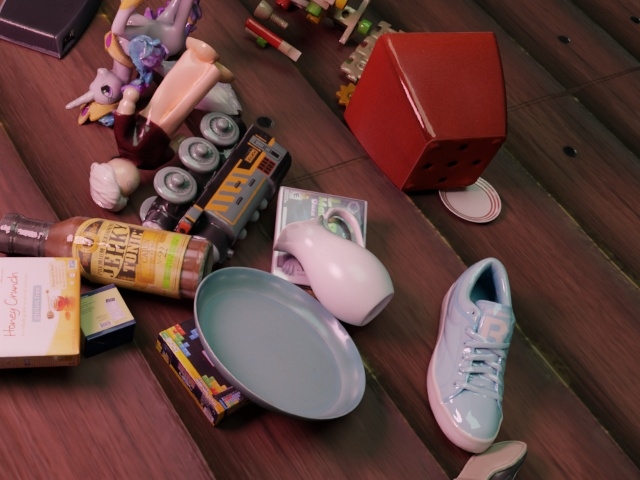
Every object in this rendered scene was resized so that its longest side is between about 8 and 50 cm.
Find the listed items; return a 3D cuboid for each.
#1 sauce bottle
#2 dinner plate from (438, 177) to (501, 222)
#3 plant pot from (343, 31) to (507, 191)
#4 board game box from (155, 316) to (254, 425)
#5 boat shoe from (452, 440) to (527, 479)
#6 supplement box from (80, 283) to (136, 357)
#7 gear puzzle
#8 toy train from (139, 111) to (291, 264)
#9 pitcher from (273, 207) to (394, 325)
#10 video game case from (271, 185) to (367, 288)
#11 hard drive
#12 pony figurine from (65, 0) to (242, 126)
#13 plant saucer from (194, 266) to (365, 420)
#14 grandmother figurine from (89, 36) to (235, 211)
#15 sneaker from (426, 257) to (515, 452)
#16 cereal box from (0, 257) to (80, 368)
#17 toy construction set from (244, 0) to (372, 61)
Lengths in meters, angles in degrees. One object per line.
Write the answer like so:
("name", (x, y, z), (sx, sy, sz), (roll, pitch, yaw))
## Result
("sauce bottle", (-0.355, 0.021, 1.410), (0.345, 0.111, 0.111), (9, 48, 0))
("dinner plate", (0.315, -0.089, 1.813), (0.141, 0.017, 0.141), (10, 48, -11))
("plant pot", (0.234, -0.250, 1.761), (0.268, 0.267, 0.235), (-5, 61, -20))
("board game box", (-0.160, 0.194, 1.381), (0.141, 0.048, 0.170), (-27, 64, -34))
("boat shoe", (0.269, 0.393, 1.376), (0.206, 0.075, 0.064), (-27, 107, -41))
("supplement box", (-0.352, 0.127, 1.362), (0.083, 0.056, 0.083), (-19, 60, -31))
("gear puzzle", (0.142, -0.384, 1.987), (0.176, 0.044, 0.339), (30, 50, 7))
("toy train", (-0.189, -0.097, 1.565), (0.190, 0.142, 0.334), (33, 48, -4))
("pitcher", (0.046, 0.038, 1.512), (0.178, 0.125, 0.207), (-33, 70, -36))
("video game case", (0.000, 0.000, 1.584), (0.173, 0.022, 0.190), (9, 66, -13))
("hard drive", (-0.576, -0.499, 1.811), (0.172, 0.054, 0.254), (18, 48, -4))
("pony figurine", (-0.315, -0.394, 1.667), (0.303, 0.363, 0.351), (41, 34, 25))
("plant saucer", (-0.070, 0.170, 1.376), (0.318, 0.043, 0.317), (28, 29, -18))
("grandmother figurine", (-0.300, -0.203, 1.540), (0.104, 0.208, 0.342), (28, 80, 37))
("sneaker", (0.270, 0.179, 1.480), (0.135, 0.150, 0.365), (13, 48, -8))
("cereal box", (-0.483, 0.106, 1.274), (0.240, 0.047, 0.173), (0, 57, -16))
("toy construction set", (-0.002, -0.524, 1.955), (0.237, 0.257, 0.308), (35, 68, -6))
